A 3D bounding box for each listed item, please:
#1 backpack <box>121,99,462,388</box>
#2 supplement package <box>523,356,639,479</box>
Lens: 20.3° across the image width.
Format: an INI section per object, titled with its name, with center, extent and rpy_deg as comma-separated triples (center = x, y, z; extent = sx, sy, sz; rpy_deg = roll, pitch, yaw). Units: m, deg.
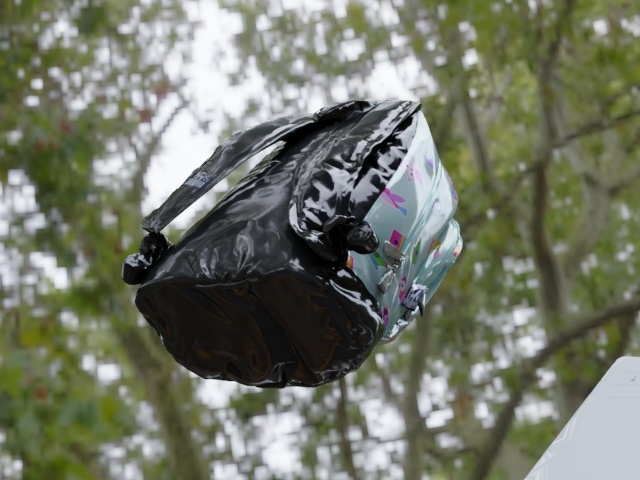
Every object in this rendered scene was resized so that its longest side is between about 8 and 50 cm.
[backpack]
center = 0.000, 0.000, 0.983
extent = 0.152, 0.182, 0.115
rpy_deg = 1, -56, 31
[supplement package]
center = 0.110, 0.122, 0.524
extent = 0.105, 0.179, 0.105
rpy_deg = -1, -63, 36
